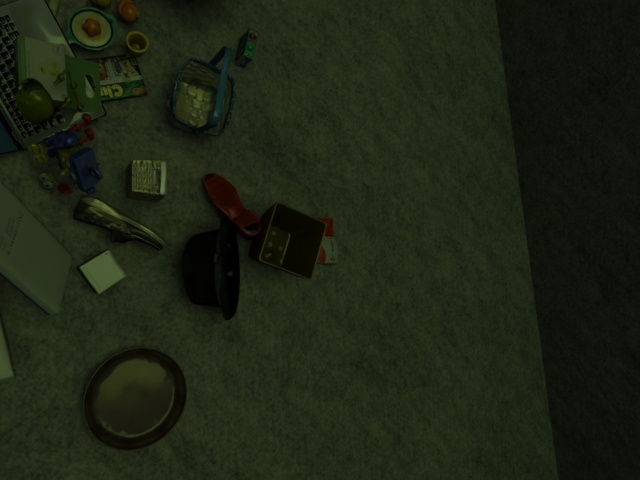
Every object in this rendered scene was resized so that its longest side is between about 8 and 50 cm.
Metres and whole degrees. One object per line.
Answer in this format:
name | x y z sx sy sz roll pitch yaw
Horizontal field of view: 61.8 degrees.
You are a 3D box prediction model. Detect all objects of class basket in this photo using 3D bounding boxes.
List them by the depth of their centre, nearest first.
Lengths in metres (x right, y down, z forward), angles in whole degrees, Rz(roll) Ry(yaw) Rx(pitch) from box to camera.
basket | -0.544 -0.184 1.663 0.103 0.167 0.113 1 85 -26
basket | -0.369 -0.455 1.714 0.201 0.289 0.254 18 74 -35

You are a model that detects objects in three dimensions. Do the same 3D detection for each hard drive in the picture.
hard drive | -0.779 0.025 1.409 0.318 0.040 0.210 70 8 -49

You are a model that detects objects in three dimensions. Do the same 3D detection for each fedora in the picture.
fedora | -0.356 0.093 1.738 0.153 0.334 0.333 -2 87 1

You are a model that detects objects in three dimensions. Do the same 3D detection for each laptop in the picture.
laptop | -0.862 -0.448 1.430 0.408 0.236 0.381 -29 102 -15

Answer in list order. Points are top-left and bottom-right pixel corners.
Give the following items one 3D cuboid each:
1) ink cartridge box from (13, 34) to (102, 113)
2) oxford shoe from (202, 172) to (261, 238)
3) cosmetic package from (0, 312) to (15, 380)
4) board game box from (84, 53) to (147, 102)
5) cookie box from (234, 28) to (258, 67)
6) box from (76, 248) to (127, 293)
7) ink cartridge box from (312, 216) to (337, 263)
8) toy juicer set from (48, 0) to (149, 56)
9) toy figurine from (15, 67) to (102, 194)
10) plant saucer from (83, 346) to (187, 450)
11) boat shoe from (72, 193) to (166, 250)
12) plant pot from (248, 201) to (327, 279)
ink cartridge box | -0.730 -0.462 1.513 0.235 0.056 0.171 0 80 -42
oxford shoe | -0.317 -0.110 1.844 0.097 0.098 0.271 -35 85 -29
cosmetic package | -0.917 0.189 1.383 0.155 0.197 0.365 -14 92 -32
board game box | -0.689 -0.501 1.674 0.260 0.030 0.136 -21 99 -31
cookie box | -0.265 -0.686 1.914 0.040 0.092 0.107 15 78 -28
box | -0.658 0.094 1.612 0.102 0.087 0.101 -37 105 -29
ink cartridge box | 0.000 0.000 2.056 0.146 0.045 0.179 4 87 -32
toy juicer set | -0.701 -0.677 1.629 0.329 0.089 0.209 -5 87 -25
toy figurine | -0.656 -0.254 1.462 0.191 0.217 0.362 -38 149 -36
plant saucer | -0.571 0.486 1.660 0.311 0.050 0.310 3 85 -31
boat shoe | -0.617 -0.036 1.645 0.285 0.103 0.092 33 75 -22
plant pot | -0.136 0.010 1.885 0.212 0.187 0.212 23 74 -28
